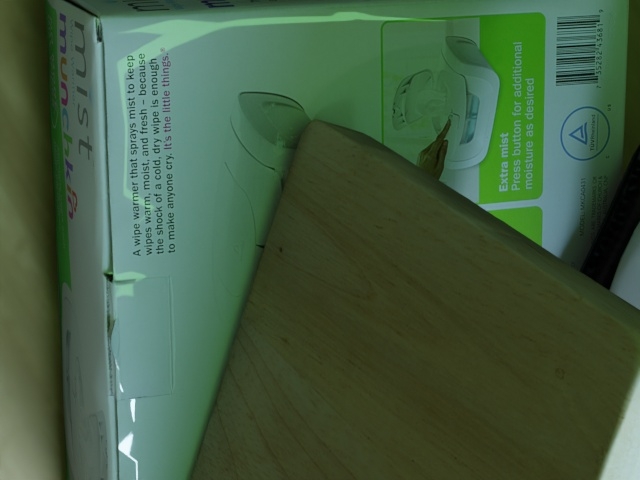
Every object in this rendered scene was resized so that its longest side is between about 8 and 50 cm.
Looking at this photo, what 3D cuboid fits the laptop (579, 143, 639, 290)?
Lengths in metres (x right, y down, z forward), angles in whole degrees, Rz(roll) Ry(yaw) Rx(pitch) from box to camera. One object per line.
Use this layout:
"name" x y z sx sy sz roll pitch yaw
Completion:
"laptop" 0.214 0.210 0.932 0.408 0.236 0.382 26 88 -10

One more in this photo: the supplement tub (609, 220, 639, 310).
"supplement tub" 0.283 0.092 0.696 0.331 0.241 0.241 3 96 -9

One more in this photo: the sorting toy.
"sorting toy" 0.042 0.116 0.678 0.089 0.257 0.255 12 103 -26

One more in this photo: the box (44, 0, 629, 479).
"box" 0.004 0.016 0.844 0.231 0.127 0.262 -6 106 -17
